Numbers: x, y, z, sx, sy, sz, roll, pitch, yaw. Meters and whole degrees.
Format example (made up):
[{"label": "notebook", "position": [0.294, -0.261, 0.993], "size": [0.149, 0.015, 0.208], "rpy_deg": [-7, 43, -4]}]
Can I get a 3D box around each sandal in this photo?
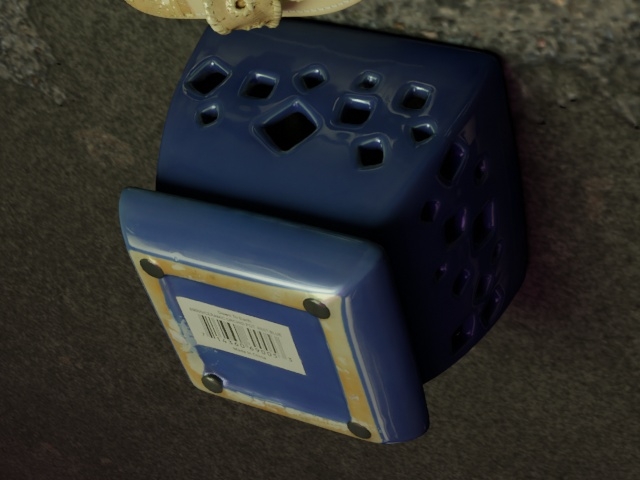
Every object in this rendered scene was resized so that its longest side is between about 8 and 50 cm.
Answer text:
[{"label": "sandal", "position": [-0.063, -0.169, 0.849], "size": [0.240, 0.079, 0.088], "rpy_deg": [3, 138, 37]}]

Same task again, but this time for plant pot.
[{"label": "plant pot", "position": [0.000, 0.000, 0.898], "size": [0.236, 0.212, 0.236], "rpy_deg": [13, 144, 26]}]
